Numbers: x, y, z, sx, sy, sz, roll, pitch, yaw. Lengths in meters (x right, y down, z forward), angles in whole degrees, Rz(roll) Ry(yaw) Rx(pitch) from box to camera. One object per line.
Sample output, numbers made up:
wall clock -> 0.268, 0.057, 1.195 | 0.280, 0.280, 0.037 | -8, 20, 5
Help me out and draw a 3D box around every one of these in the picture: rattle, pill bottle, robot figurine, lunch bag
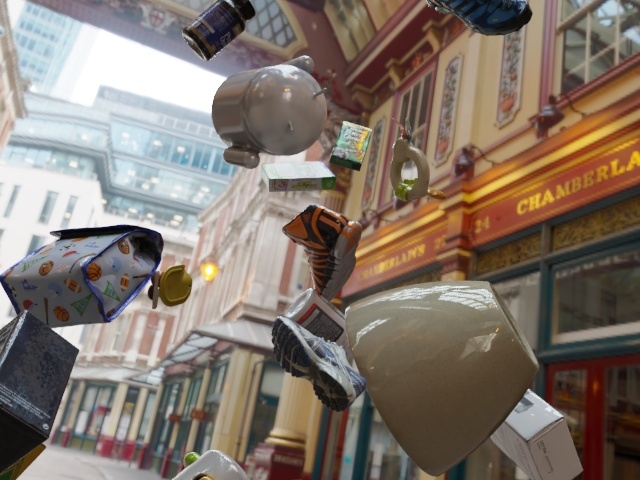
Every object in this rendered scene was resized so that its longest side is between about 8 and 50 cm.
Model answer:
rattle -> 0.240, -0.197, 1.525 | 0.143, 0.199, 0.130 | -6, -6, -16
pill bottle -> -0.313, -0.673, 1.993 | 0.123, 0.219, 0.123 | 46, -9, 9
robot figurine -> -0.120, -0.298, 1.477 | 0.200, 0.299, 0.353 | 32, -10, -33
pill bottle -> 0.011, 0.212, 1.559 | 0.180, 0.108, 0.108 | 43, -30, -12
lunch bag -> -0.705, 0.079, 1.951 | 0.328, 0.385, 0.238 | -5, -67, 21

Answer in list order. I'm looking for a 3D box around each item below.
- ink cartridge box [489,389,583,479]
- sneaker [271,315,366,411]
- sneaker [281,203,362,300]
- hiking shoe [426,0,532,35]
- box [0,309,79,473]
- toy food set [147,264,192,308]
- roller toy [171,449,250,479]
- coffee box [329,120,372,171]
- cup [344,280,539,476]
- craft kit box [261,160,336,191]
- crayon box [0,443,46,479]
ink cartridge box -> 0.391, 0.363, 1.252 | 0.158, 0.092, 0.218 | 63, -8, -26
sneaker -> -0.003, 0.136, 0.732 | 0.058, 0.135, 0.052 | -15, -38, -48
sneaker -> -0.006, 0.023, 1.617 | 0.180, 0.124, 0.321 | 32, -41, 17
hiking shoe -> 0.375, -0.601, 1.581 | 0.304, 0.113, 0.132 | 30, -3, 30
box -> -0.740, 0.369, 1.453 | 0.296, 0.294, 0.182 | -36, -61, 15
toy food set -> -0.485, 0.140, 1.991 | 0.071, 0.128, 0.218 | 3, 3, 20
roller toy -> -0.237, 0.576, 1.399 | 0.209, 0.146, 0.191 | -8, -70, 51
coffee box -> 0.105, -0.324, 2.181 | 0.113, 0.184, 0.040 | 18, -38, 3
cup -> 0.230, 0.201, 1.105 | 0.237, 0.331, 0.331 | -31, -36, 15
craft kit box -> -0.088, -0.243, 2.394 | 0.247, 0.060, 0.250 | -1, 20, -11
crayon box -> -0.925, 0.610, 1.803 | 0.202, 0.318, 0.081 | 20, -33, 37
